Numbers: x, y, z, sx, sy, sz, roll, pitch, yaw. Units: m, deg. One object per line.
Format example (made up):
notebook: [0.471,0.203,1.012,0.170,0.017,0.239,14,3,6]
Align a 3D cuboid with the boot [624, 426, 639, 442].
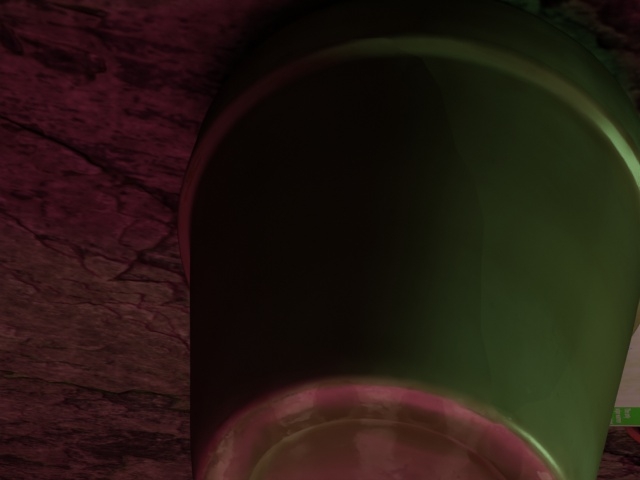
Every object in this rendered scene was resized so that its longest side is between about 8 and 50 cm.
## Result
boot: [0.473,0.250,1.280,0.248,0.090,0.207,1,152,0]

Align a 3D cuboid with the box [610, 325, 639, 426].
box: [0.204,0.063,0.914,0.231,0.127,0.262,-1,152,16]

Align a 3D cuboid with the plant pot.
plant pot: [0.047,0.058,0.623,0.323,0.280,0.323,5,126,7]
